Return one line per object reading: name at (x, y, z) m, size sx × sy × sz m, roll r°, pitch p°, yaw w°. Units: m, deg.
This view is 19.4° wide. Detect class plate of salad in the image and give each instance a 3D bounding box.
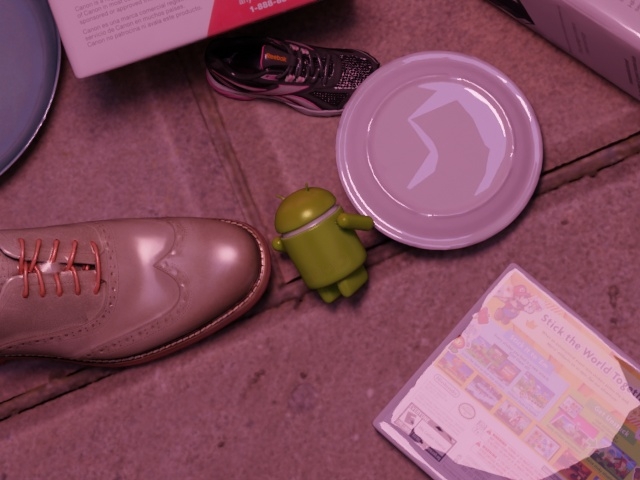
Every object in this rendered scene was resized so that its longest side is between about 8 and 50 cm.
plate of salad at (0.114, -0.086, 1.810) m, size 0.199 × 0.048 × 0.200 m, roll 0°, pitch 76°, yaw 0°

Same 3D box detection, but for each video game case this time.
video game case at (0.198, 0.168, 1.746) m, size 0.227 × 0.026 × 0.206 m, roll 40°, pitch 86°, yaw 17°

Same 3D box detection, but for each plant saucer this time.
plant saucer at (-0.414, -0.176, 1.929) m, size 0.317 × 0.044 × 0.318 m, roll -2°, pitch 76°, yaw 9°

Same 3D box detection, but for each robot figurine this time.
robot figurine at (0.000, 0.000, 1.786) m, size 0.101 × 0.067 × 0.115 m, roll -20°, pitch 104°, yaw 42°

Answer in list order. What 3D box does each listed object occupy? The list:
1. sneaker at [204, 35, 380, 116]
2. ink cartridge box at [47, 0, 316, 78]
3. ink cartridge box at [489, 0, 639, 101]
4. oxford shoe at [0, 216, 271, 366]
sneaker at (-0.033, -0.166, 1.841) m, size 0.178 × 0.077 × 0.072 m, roll 1°, pitch 78°, yaw 10°
ink cartridge box at (-0.157, -0.381, 1.807) m, size 0.279 × 0.160 × 0.385 m, roll -17°, pitch 97°, yaw 6°
ink cartridge box at (0.246, -0.356, 1.780) m, size 0.395 × 0.166 × 0.285 m, roll 37°, pitch 84°, yaw 21°
oxford shoe at (-0.246, 0.048, 1.789) m, size 0.396 × 0.146 × 0.141 m, roll -12°, pitch 74°, yaw 7°
